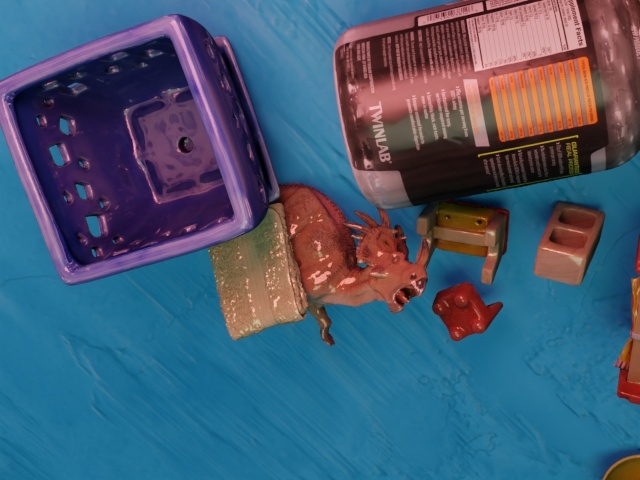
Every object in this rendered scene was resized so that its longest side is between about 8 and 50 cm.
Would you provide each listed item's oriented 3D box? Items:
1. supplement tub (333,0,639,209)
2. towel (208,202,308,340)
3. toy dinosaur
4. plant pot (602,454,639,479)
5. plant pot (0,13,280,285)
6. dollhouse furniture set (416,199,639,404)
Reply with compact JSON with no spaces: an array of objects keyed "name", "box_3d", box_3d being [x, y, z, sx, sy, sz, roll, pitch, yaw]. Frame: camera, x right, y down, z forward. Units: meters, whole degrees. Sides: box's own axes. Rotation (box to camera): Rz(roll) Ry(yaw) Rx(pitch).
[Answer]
[{"name":"supplement tub","box_3d":[0.198,-0.158,0.981,0.338,0.207,0.207,-10,118,13]},{"name":"towel","box_3d":[-0.078,0.036,1.095,0.110,0.027,0.148,-19,74,19]},{"name":"toy dinosaur","box_3d":[0.000,0.000,1.146,0.295,0.127,0.200,47,106,16]},{"name":"plant pot","box_3d":[0.460,0.385,1.320,0.134,0.134,0.095,-1,147,8]},{"name":"plant pot","box_3d":[-0.183,-0.103,1.040,0.236,0.212,0.236,-17,96,16]},{"name":"dollhouse furniture set","box_3d":[0.314,0.057,1.150,0.374,0.152,0.201,12,123,21]}]
